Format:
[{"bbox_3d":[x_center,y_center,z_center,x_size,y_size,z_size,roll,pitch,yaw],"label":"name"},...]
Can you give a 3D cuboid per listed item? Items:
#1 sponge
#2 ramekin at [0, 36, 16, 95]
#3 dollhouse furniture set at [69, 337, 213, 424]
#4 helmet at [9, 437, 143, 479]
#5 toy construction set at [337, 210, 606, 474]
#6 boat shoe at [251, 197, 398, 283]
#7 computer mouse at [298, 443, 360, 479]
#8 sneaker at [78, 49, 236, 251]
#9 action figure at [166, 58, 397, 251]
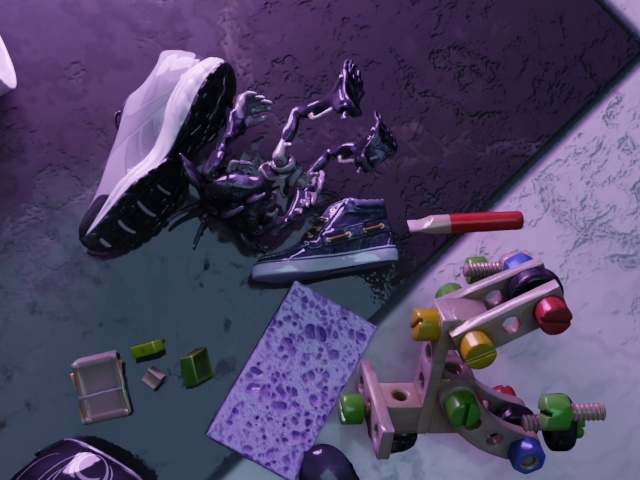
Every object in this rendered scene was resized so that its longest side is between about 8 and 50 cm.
[{"bbox_3d":[-0.033,0.165,1.058,0.117,0.031,0.210,31,76,-2],"label":"sponge"},{"bbox_3d":[-0.441,-0.240,0.996,0.109,0.207,0.207,-26,84,-3],"label":"ramekin"},{"bbox_3d":[-0.208,0.157,1.040,0.151,0.058,0.076,-15,89,9],"label":"dollhouse furniture set"},{"bbox_3d":[-0.262,0.309,0.931,0.169,0.169,0.162,35,60,0],"label":"helmet"},{"bbox_3d":[0.136,0.109,1.006,0.237,0.257,0.309,-2,57,-4],"label":"toy construction set"},{"bbox_3d":[0.000,0.000,1.084,0.183,0.065,0.083,-8,78,-16],"label":"boat shoe"},{"bbox_3d":[0.048,0.342,1.017,0.071,0.041,0.242,-30,93,-21],"label":"computer mouse"},{"bbox_3d":[-0.206,-0.107,1.066,0.108,0.100,0.272,26,78,22],"label":"sneaker"},{"bbox_3d":[-0.049,-0.091,1.054,0.275,0.141,0.164,-26,114,24],"label":"action figure"}]
